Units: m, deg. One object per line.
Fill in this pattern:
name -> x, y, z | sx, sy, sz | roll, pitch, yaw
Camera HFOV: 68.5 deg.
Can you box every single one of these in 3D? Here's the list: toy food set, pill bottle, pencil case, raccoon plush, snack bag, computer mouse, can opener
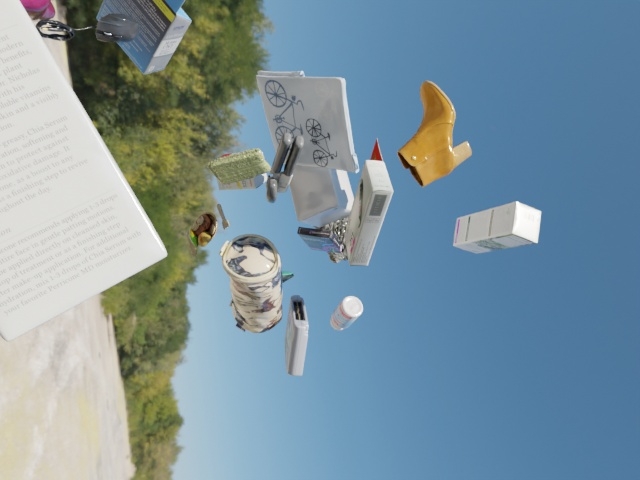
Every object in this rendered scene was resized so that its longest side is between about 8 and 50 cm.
toy food set -> -0.413, -0.041, 1.658 | 0.192, 0.038, 0.132 | -39, -123, 18
pill bottle -> 0.095, 0.284, 1.806 | 0.160, 0.087, 0.087 | 120, -42, -51
pencil case -> -0.207, 0.140, 1.429 | 0.410, 0.183, 0.160 | 97, 1, -57
raccoon plush -> 0.019, -0.100, 1.993 | 0.216, 0.446, 0.299 | -35, -144, 16
snack bag -> -0.038, -0.379, 1.501 | 0.342, 0.037, 0.323 | 13, -48, 32
computer mouse -> -0.547, -0.501, 1.127 | 0.041, 0.242, 0.071 | 59, -37, 10
can opener -> -0.118, -0.215, 1.480 | 0.283, 0.076, 0.095 | 122, -23, -59

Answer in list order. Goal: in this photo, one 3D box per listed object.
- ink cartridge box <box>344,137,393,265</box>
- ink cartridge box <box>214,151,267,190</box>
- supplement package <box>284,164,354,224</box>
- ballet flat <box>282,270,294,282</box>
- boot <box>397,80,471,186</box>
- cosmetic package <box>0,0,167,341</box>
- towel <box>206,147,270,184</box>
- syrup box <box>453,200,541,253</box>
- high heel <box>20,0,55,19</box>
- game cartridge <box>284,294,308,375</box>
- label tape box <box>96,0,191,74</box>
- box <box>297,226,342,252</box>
ink cartridge box -> 0.118, -0.106, 1.291 | 0.239, 0.060, 0.275 | -98, -165, -44
ink cartridge box -> -0.330, -0.289, 1.953 | 0.127, 0.176, 0.128 | -58, 143, -60
supplement package -> -0.005, -0.220, 1.745 | 0.175, 0.177, 0.293 | -20, -105, 23
ballet flat -> -0.184, 0.130, 1.590 | 0.070, 0.188, 0.070 | 5, 90, -85
boot -> 0.326, -0.334, 1.478 | 0.295, 0.211, 0.104 | 61, -10, -1
cosmetic package -> -0.424, -0.125, 0.634 | 0.453, 0.230, 0.161 | 64, -17, -13
towel -> -0.214, -0.195, 1.240 | 0.110, 0.148, 0.027 | 62, 14, -66
syrup box -> 0.491, -0.031, 1.329 | 0.237, 0.093, 0.096 | -19, -124, 65
high heel -> -0.745, -0.589, 1.148 | 0.377, 0.181, 0.127 | 6, -45, 48
game cartridge -> -0.085, 0.325, 1.600 | 0.294, 0.060, 0.196 | -115, -151, -76
label tape box -> -0.559, -0.764, 1.540 | 0.249, 0.115, 0.348 | 50, -52, -4
box -> 0.000, 0.000, 1.576 | 0.162, 0.116, 0.029 | 54, 46, -64
